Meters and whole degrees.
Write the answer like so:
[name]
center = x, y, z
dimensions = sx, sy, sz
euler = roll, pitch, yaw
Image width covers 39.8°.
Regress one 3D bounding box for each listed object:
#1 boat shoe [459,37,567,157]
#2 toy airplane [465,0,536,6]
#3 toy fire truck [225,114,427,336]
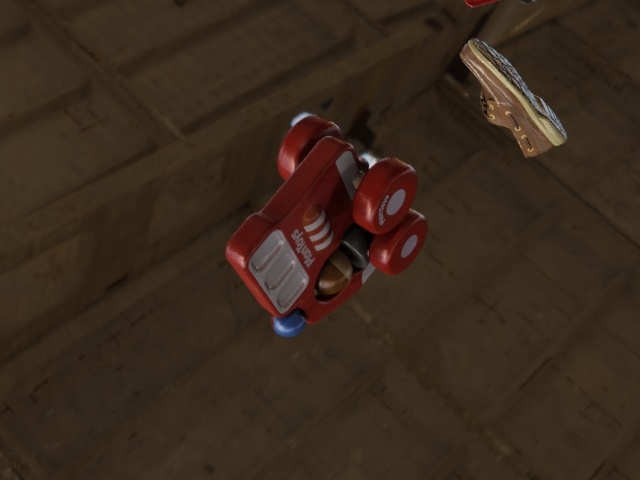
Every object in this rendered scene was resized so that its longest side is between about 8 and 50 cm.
[boat shoe]
center = 0.215, -0.159, 1.026
dimensions = 0.178, 0.060, 0.064
euler = 40, -152, -29
[toy airplane]
center = 0.246, -0.365, 1.194
dimensions = 0.151, 0.028, 0.151
euler = 1, -129, -1
[toy fire truck]
center = 0.000, 0.000, 1.197
dimensions = 0.169, 0.302, 0.254
euler = 33, -106, 28
